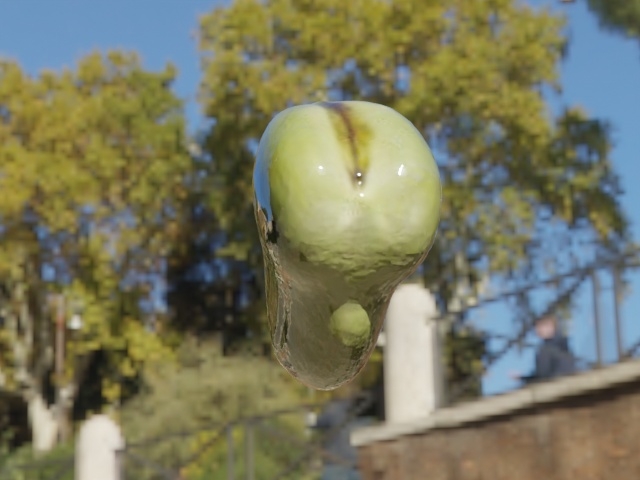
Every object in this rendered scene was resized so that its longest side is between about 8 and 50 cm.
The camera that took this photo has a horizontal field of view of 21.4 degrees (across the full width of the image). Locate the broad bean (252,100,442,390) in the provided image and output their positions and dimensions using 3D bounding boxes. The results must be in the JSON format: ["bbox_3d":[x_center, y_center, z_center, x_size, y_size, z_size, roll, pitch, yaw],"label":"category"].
[{"bbox_3d":[0.000,0.000,1.208,0.121,0.189,0.263,-3,-32,-16],"label":"broad bean"}]
